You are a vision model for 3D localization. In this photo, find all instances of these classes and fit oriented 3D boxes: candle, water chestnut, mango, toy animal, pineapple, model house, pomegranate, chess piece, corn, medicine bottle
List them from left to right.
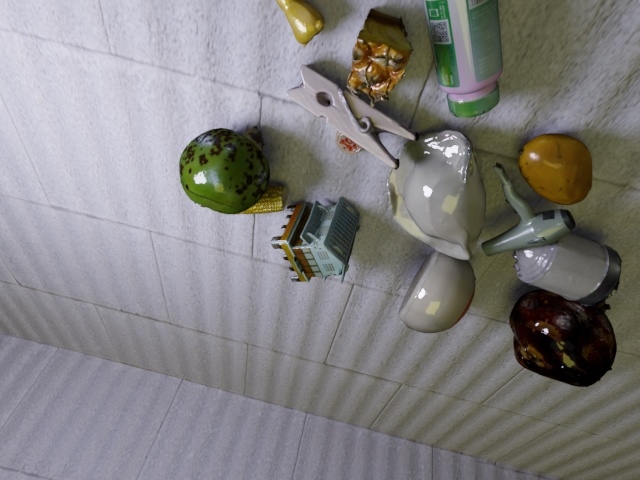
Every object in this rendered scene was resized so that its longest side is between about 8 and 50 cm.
[{"bbox_3d":[-0.248,-0.197,1.095,0.270,0.254,0.254,-46,117,0],"label":"pomegranate"},{"bbox_3d":[-0.222,-0.128,1.251,0.244,0.093,0.093,-1,134,16],"label":"corn"},{"bbox_3d":[-0.059,-0.502,0.848,0.159,0.070,0.083,47,170,-13],"label":"toy animal"},{"bbox_3d":[0.000,0.000,1.234,0.215,0.224,0.198,-3,131,23],"label":"model house"},{"bbox_3d":[0.081,-0.270,1.064,0.083,0.038,0.083,9,138,8],"label":"chess piece"},{"bbox_3d":[0.117,-0.393,0.852,0.114,0.236,0.186,17,97,-8],"label":"pineapple"},{"bbox_3d":[0.294,-0.394,0.811,0.133,0.133,0.274,-8,130,23],"label":"medicine bottle"},{"bbox_3d":[0.648,0.053,1.132,0.330,0.187,0.187,20,136,-4],"label":"candle"},{"bbox_3d":[0.583,-0.168,0.976,0.227,0.109,0.147,37,132,-23],"label":"mango"},{"bbox_3d":[0.784,0.285,1.285,0.335,0.347,0.335,41,164,15],"label":"water chestnut"}]

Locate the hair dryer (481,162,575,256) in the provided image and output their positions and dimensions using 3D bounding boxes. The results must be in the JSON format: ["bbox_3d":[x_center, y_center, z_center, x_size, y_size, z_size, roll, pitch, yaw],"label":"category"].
[{"bbox_3d":[0.482,-0.056,1.056,0.267,0.092,0.229,34,135,-4],"label":"hair dryer"}]

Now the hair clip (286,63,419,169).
[{"bbox_3d":[0.078,-0.302,0.979,0.331,0.085,0.101,31,115,-5],"label":"hair clip"}]

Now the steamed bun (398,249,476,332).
[{"bbox_3d":[0.375,0.166,1.243,0.177,0.283,0.283,29,137,10],"label":"steamed bun"}]

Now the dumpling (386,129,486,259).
[{"bbox_3d":[0.307,-0.108,1.079,0.260,0.181,0.341,10,151,36],"label":"dumpling"}]
